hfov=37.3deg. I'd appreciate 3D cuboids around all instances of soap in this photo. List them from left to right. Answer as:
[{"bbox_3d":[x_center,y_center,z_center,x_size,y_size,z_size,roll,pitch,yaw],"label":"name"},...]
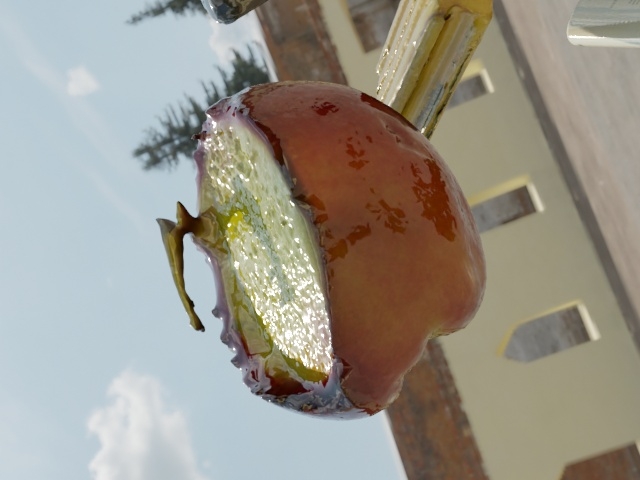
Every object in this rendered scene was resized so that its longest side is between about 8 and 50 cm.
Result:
[{"bbox_3d":[0.169,-0.307,1.487,0.324,0.096,0.204,112,166,-56],"label":"soap"}]

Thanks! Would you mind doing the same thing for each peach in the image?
[{"bbox_3d":[0.019,0.009,1.121,0.310,0.335,0.406,-7,-124,-38],"label":"peach"}]

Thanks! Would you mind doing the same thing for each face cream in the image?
[{"bbox_3d":[0.512,-0.336,1.340,0.081,0.173,0.348,50,171,-24],"label":"face cream"}]

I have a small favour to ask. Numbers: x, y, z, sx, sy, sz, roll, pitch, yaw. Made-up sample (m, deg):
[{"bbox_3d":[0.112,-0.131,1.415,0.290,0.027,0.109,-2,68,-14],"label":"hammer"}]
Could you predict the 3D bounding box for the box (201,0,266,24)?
[{"bbox_3d":[0.001,-0.278,0.574,0.143,0.273,0.184,58,-175,-35],"label":"box"}]
